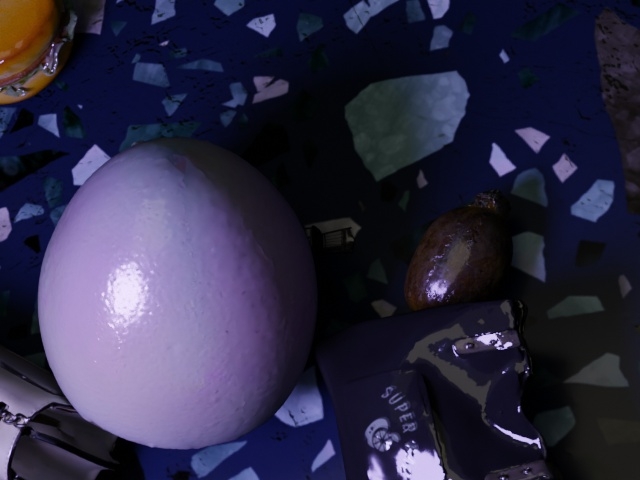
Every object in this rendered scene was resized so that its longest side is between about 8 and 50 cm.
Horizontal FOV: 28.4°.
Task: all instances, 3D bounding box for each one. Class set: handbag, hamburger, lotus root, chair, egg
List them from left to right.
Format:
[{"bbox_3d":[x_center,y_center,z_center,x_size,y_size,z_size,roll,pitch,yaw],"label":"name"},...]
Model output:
[{"bbox_3d":[-0.457,0.224,1.717,0.358,0.237,0.160,22,79,31],"label":"handbag"},{"bbox_3d":[-0.489,-0.320,1.967,0.246,0.170,0.246,-4,66,8],"label":"hamburger"},{"bbox_3d":[-0.170,0.030,1.561,0.354,0.340,0.354,5,45,-5],"label":"egg"},{"bbox_3d":[0.000,-0.001,1.737,0.086,0.042,0.037,-7,74,19],"label":"chair"},{"bbox_3d":[0.147,0.229,1.501,0.288,0.152,0.342,-27,66,34],"label":"handbag"},{"bbox_3d":[0.181,0.028,1.618,0.120,0.120,0.209,28,91,27],"label":"lotus root"}]

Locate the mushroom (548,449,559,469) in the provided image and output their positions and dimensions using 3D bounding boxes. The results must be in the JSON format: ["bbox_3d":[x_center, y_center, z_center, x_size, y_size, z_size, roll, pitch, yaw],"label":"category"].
[{"bbox_3d":[0.245,0.294,1.528,0.088,0.073,0.129,49,125,24],"label":"mushroom"}]
